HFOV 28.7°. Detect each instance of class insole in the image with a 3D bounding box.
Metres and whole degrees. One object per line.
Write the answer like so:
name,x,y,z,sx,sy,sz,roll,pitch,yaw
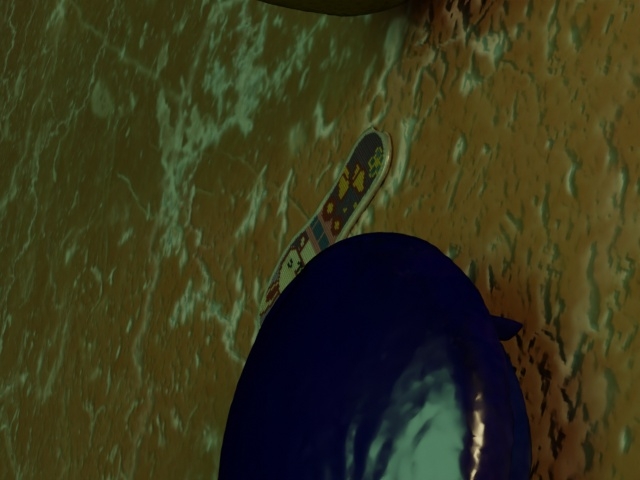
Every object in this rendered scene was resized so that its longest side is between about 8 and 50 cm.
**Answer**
insole,0.000,0.000,0.908,0.197,0.004,0.065,-57,35,29

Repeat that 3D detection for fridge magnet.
fridge magnet,0.022,0.127,0.709,0.265,0.112,0.266,-30,52,50

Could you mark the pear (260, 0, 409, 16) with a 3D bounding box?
pear,-0.005,-0.283,0.779,0.294,0.294,0.294,-31,52,51
